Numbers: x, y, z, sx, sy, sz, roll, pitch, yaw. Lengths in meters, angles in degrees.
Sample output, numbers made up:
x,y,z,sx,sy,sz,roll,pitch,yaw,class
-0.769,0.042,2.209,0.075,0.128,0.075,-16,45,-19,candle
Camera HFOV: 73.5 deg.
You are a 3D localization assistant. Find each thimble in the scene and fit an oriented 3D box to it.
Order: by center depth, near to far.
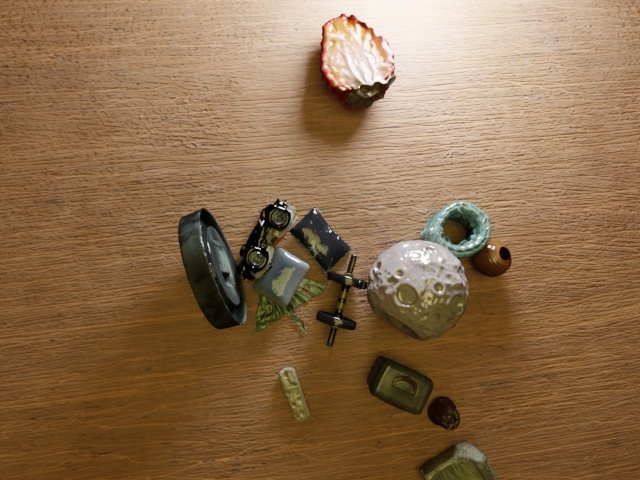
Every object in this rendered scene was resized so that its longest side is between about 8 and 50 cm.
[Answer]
x,y,z,sx,sy,sz,roll,pitch,yaw,class
0.476,-0.029,1.537,0.235,0.143,0.199,-10,80,-9,thimble

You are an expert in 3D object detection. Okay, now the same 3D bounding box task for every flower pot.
x,y,z,sx,sy,sz,roll,pitch,yaw,class
0.454,0.629,1.543,0.111,0.089,0.111,0,88,-6,flower pot

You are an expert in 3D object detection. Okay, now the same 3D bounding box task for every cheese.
x,y,z,sx,sy,sz,roll,pitch,yaw,class
-0.093,0.541,1.507,0.064,0.043,0.194,-19,91,-8,cheese

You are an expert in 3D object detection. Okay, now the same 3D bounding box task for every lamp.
x,y,z,sx,sy,sz,roll,pitch,yaw,class
0.626,0.067,1.566,0.136,0.136,0.136,0,88,-7,lamp

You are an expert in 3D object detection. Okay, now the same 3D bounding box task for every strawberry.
x,y,z,sx,sy,sz,roll,pitch,yaw,class
0.119,-0.634,1.537,0.265,0.149,0.336,-23,80,0,strawberry

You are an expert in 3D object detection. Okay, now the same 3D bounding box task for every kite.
x,y,z,sx,sy,sz,roll,pitch,yaw,class
-0.126,0.211,1.532,0.322,0.013,0.268,-30,91,-6,kite

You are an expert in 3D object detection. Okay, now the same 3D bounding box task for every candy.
x,y,z,sx,sy,sz,roll,pitch,yaw,class
-0.135,0.128,1.495,0.138,0.071,0.174,31,82,3,candy

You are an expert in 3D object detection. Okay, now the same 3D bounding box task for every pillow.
x,y,z,sx,sy,sz,roll,pitch,yaw,class
0.000,0.000,1.536,0.141,0.055,0.208,-44,94,-15,pillow

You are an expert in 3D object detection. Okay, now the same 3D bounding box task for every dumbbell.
x,y,z,sx,sy,sz,roll,pitch,yaw,class
0.075,0.208,1.489,0.143,0.143,0.326,16,86,-6,dumbbell

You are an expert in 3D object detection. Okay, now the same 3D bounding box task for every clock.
x,y,z,sx,sy,sz,roll,pitch,yaw,class
-0.330,0.090,1.332,0.076,0.386,0.386,-19,90,-2,clock

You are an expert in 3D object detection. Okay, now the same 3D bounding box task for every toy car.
x,y,z,sx,sy,sz,roll,pitch,yaw,class
-0.187,0.001,1.452,0.118,0.193,0.301,27,85,-19,toy car

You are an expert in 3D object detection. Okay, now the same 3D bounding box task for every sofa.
x,y,z,sx,sy,sz,roll,pitch,yaw,class
0.497,0.859,1.496,0.225,0.176,0.210,-25,91,-7,sofa

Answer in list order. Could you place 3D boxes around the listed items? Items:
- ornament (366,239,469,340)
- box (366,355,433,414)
x,y,z,sx,sy,sz,roll,pitch,yaw,class
0.326,0.155,1.429,0.336,0.337,0.337,0,88,-7,ornament
0.275,0.504,1.508,0.210,0.129,0.148,27,85,-4,box
